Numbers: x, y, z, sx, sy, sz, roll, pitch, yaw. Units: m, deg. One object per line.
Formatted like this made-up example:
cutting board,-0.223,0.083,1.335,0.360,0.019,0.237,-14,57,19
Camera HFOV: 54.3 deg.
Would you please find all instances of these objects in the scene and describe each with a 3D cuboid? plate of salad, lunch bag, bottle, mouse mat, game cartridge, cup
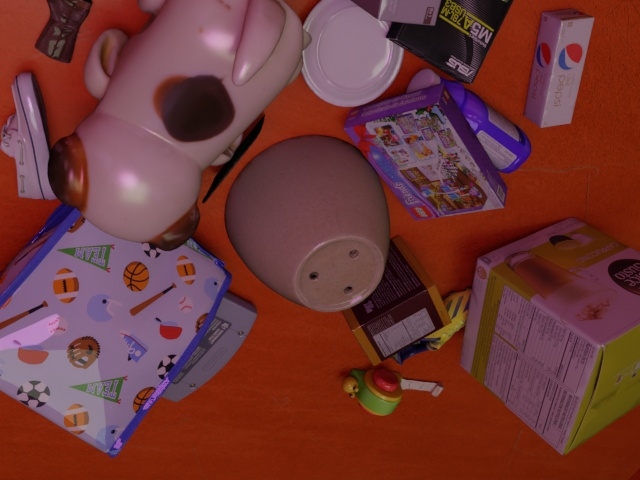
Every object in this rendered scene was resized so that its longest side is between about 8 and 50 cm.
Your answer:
plate of salad,0.053,-0.336,1.095,0.200,0.048,0.199,-8,115,-18
lunch bag,-0.382,0.111,1.099,0.328,0.239,0.385,43,74,-26
bottle,0.286,-0.232,1.205,0.283,0.118,0.092,25,120,-33
mouse mat,-0.146,-0.144,1.072,0.007,0.189,0.152,38,105,-15
game cartridge,-0.285,0.220,1.353,0.198,0.062,0.297,32,108,-38
cup,0.000,0.000,1.188,0.331,0.237,0.331,-9,126,-13

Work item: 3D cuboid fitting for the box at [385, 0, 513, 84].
box,0.233,-0.398,1.096,0.191,0.045,0.184,20,99,-31

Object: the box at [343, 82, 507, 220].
box,0.207,-0.156,1.197,0.201,0.057,0.293,-8,140,38

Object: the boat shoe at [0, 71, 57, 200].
boat shoe,-0.476,-0.157,1.003,0.076,0.083,0.226,-8,126,-16

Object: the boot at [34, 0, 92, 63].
boot,-0.413,-0.331,0.940,0.106,0.037,0.114,22,118,-28

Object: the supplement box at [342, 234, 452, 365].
supplement box,0.142,0.127,1.354,0.194,0.191,0.129,-29,128,0

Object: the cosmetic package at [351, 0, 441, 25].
cosmetic package,0.094,-0.418,0.932,0.107,0.238,0.127,-2,123,-19

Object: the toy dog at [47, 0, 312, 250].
toy dog,-0.199,-0.182,0.906,0.285,0.395,0.407,28,102,-42

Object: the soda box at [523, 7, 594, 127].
soda box,0.466,-0.337,1.230,0.074,0.069,0.216,-11,125,-13

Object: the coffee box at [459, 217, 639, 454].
coffee box,0.570,0.203,1.425,0.338,0.334,0.338,-20,129,-27

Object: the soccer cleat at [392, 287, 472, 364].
soccer cleat,0.291,0.213,1.511,0.289,0.121,0.093,-25,127,-2

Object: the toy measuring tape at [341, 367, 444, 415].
toy measuring tape,0.201,0.401,1.614,0.330,0.121,0.121,15,117,-28
